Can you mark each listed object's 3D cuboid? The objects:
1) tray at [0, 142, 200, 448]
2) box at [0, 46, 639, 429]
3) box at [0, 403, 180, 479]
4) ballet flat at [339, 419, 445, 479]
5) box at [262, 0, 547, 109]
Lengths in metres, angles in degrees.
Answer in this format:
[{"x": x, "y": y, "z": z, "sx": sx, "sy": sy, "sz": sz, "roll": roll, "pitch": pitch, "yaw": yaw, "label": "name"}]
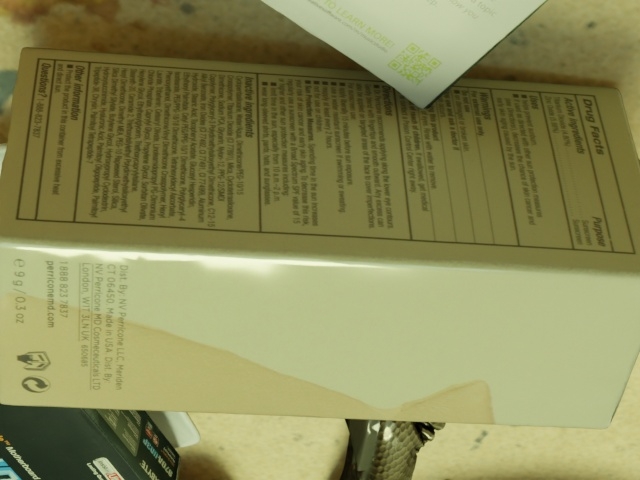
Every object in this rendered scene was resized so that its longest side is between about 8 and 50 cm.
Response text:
[{"x": -0.185, "y": 0.045, "z": 0.928, "sx": 0.145, "sy": 0.030, "sz": 0.270, "roll": -10, "pitch": 134, "yaw": 16, "label": "tray"}, {"x": 0.000, "y": 0.000, "z": 0.768, "sx": 0.311, "sy": 0.148, "sz": 0.121, "roll": 4, "pitch": 135, "yaw": -6, "label": "box"}, {"x": -0.212, "y": 0.105, "z": 0.932, "sx": 0.175, "sy": 0.051, "sz": 0.220, "roll": -14, "pitch": 132, "yaw": 18, "label": "box"}, {"x": 0.037, "y": 0.171, "z": 1.011, "sx": 0.058, "sy": 0.084, "sz": 0.250, "roll": -1, "pitch": 132, "yaw": -12, "label": "ballet flat"}, {"x": 0.061, "y": -0.217, "z": 0.629, "sx": 0.232, "sy": 0.058, "sz": 0.322, "roll": 31, "pitch": 131, "yaw": -24, "label": "box"}]
